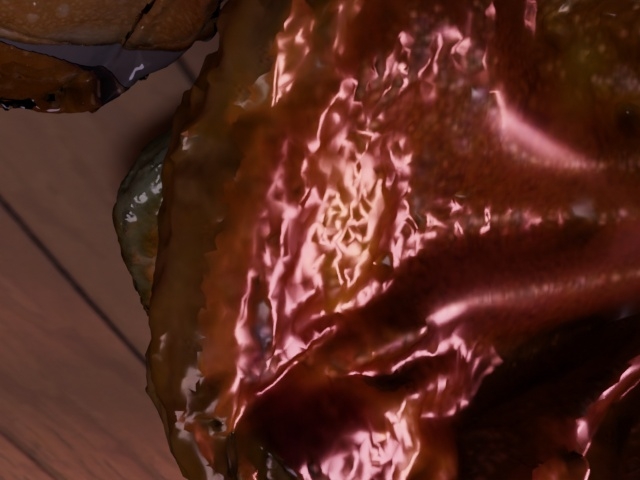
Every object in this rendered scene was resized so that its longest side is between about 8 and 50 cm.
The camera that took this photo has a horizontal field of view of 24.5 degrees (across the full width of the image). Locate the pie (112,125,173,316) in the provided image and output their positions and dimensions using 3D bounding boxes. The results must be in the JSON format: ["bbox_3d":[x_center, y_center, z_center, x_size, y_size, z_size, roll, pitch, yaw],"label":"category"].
[{"bbox_3d":[0.000,0.000,0.810,0.240,0.054,0.240,1,145,1],"label":"pie"}]

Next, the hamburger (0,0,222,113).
[{"bbox_3d":[-0.135,-0.139,0.576,0.231,0.107,0.231,-3,143,-2],"label":"hamburger"}]

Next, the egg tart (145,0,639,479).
[{"bbox_3d":[0.069,-0.008,0.629,0.339,0.351,0.153,46,157,-24],"label":"egg tart"}]
